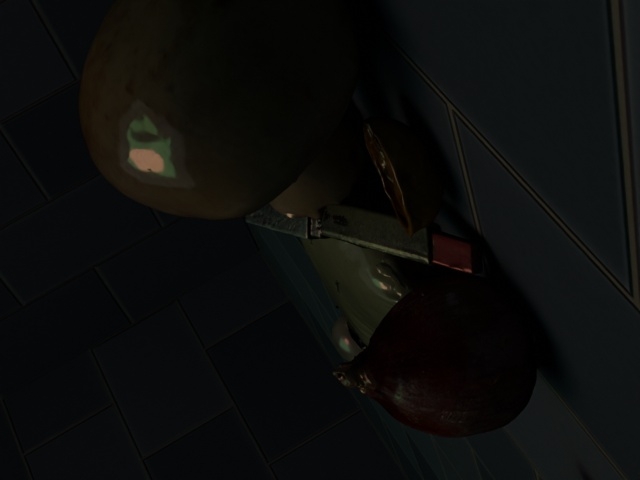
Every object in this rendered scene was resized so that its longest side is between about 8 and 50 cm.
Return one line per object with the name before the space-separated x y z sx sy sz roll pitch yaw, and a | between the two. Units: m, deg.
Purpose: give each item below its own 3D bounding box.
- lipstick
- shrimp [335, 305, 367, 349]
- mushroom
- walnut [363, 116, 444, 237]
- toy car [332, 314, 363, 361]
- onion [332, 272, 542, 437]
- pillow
lipstick | 0.044 -0.016 1.192 0.312 0.051 0.051 15 105 43
shrimp | 0.000 0.000 1.605 0.233 0.071 0.365 40 -158 -40
mushroom | -0.065 -0.140 1.108 0.290 0.297 0.297 31 -167 -38
walnut | 0.083 -0.066 1.092 0.091 0.052 0.121 -133 21 -73
toy car | 0.070 0.139 1.838 0.139 0.112 0.112 59 174 2
onion | 0.105 0.115 1.103 0.159 0.194 0.160 168 90 -71
pillow | 0.046 0.001 1.380 0.312 0.119 0.310 60 175 22
